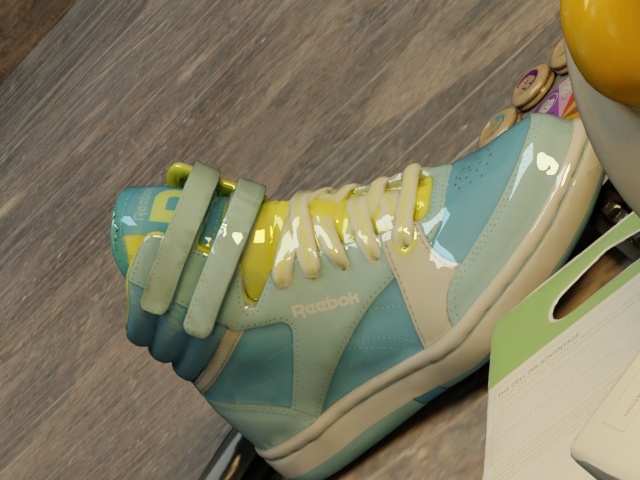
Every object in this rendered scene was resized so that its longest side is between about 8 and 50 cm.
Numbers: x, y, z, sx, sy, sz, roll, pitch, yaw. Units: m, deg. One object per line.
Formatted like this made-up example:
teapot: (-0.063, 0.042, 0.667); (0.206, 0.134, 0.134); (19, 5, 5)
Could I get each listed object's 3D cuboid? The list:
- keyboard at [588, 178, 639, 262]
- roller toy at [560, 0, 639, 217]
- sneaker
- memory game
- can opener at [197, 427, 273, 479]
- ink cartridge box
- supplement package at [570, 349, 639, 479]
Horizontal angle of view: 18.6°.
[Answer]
keyboard: (0.251, -0.127, 1.054); (0.317, 0.033, 0.201); (-50, 17, 6)
roller toy: (0.198, -0.085, 0.806); (0.146, 0.191, 0.209); (-14, 28, 46)
sneaker: (0.000, 0.000, 1.120); (0.319, 0.208, 0.127); (-45, 16, 34)
memory game: (0.149, -0.078, 1.243); (0.186, 0.012, 0.186); (-46, 18, 20)
can opener: (-0.068, 0.176, 1.250); (0.186, 0.073, 0.059); (-57, -21, -24)
ink cartridge box: (0.145, 0.076, 0.887); (0.171, 0.056, 0.235); (-41, 17, 30)
supplement package: (0.231, 0.064, 0.491); (0.177, 0.175, 0.293); (-52, 17, -5)
